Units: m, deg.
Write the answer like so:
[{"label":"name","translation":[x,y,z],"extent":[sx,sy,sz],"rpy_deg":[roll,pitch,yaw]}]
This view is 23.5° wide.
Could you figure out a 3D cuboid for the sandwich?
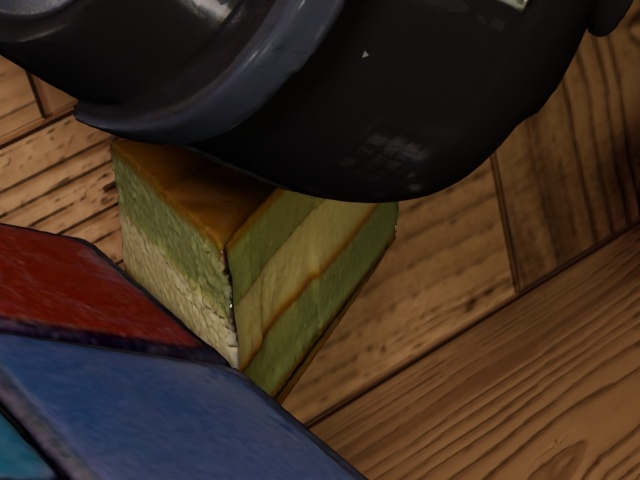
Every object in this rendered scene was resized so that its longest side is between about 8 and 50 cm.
[{"label":"sandwich","translation":[0.000,0.000,0.770],"extent":[0.187,0.144,0.117],"rpy_deg":[-19,123,-28]}]

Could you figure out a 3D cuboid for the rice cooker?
[{"label":"rice cooker","translation":[-0.009,-0.143,0.631],"extent":[0.224,0.267,0.267],"rpy_deg":[20,97,-35]}]

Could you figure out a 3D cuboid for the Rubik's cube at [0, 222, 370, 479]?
[{"label":"Rubik's cube","translation":[-0.198,0.166,0.587],"extent":[0.316,0.318,0.313],"rpy_deg":[13,102,-40]}]
